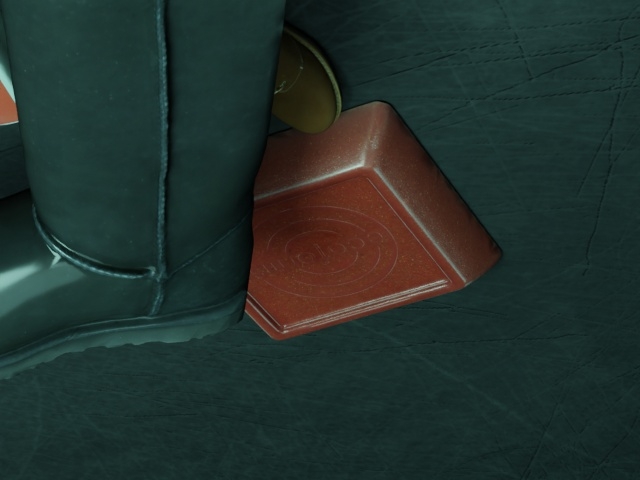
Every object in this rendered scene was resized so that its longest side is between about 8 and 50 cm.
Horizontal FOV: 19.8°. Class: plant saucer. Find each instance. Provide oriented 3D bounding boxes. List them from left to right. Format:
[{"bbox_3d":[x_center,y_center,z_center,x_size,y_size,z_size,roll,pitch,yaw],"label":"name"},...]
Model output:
[{"bbox_3d":[0.000,0.000,1.667,0.258,0.047,0.259,-17,141,22],"label":"plant saucer"}]

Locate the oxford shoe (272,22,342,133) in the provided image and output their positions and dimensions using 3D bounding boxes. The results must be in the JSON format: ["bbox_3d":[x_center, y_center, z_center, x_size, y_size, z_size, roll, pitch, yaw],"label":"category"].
[{"bbox_3d":[-0.050,-0.138,1.458,0.076,0.076,0.212,-21,140,24],"label":"oxford shoe"}]

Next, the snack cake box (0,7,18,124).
[{"bbox_3d":[-0.368,-0.149,1.433,0.264,0.089,0.152,-9,141,13],"label":"snack cake box"}]

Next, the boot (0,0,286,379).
[{"bbox_3d":[-0.207,-0.080,1.334,0.367,0.146,0.445,-12,147,-16],"label":"boot"}]
